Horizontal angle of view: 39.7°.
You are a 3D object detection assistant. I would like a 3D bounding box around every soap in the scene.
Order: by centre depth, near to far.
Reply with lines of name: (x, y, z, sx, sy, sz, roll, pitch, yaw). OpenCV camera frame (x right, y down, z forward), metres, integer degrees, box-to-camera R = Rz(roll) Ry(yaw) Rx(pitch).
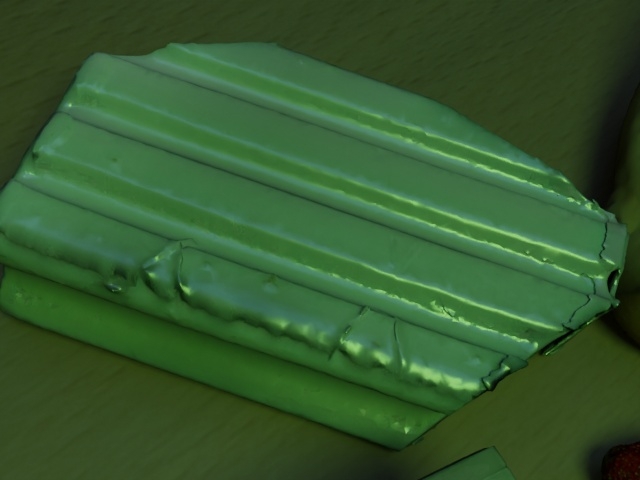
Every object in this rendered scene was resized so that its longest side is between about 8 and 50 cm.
soap: (0.000, 0.000, 0.704, 0.446, 0.156, 0.261, 18, 55, 3)

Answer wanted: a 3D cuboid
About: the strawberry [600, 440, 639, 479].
strawberry: (0.262, 0.188, 0.663, 0.106, 0.106, 0.106, 4, 56, -6)

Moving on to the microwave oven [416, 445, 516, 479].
microwave oven: (0.008, 0.290, 0.496, 0.295, 0.181, 0.237, -20, 63, -21)

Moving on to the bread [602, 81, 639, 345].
bread: (0.430, -0.076, 0.737, 0.253, 0.348, 0.376, 31, 51, -17)
